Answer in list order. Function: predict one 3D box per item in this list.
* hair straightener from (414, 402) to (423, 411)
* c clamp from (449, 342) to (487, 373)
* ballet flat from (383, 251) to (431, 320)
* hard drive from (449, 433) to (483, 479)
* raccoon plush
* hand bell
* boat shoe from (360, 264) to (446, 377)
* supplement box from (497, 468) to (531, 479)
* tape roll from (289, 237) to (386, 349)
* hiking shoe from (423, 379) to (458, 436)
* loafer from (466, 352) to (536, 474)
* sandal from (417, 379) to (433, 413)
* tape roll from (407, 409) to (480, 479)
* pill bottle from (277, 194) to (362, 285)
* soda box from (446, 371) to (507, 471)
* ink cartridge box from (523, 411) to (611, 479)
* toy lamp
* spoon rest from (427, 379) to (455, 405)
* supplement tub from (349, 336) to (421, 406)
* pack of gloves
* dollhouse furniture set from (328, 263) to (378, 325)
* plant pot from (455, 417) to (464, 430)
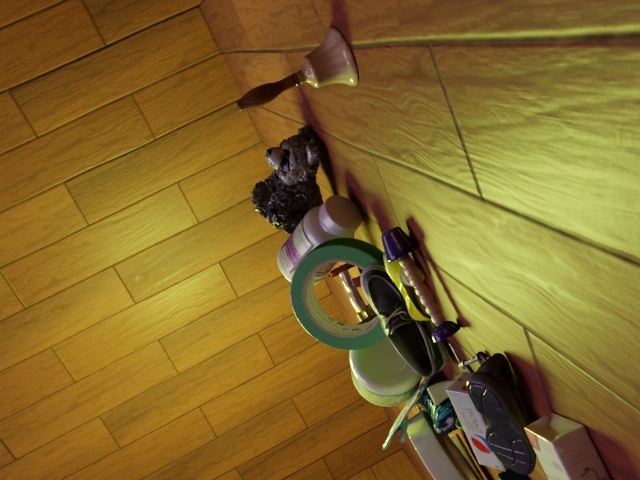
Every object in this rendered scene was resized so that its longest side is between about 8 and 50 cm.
[{"bbox_3d":[0.380,0.617,2.430,0.230,0.047,0.089,47,163,52],"label":"hair straightener"},{"bbox_3d":[0.347,0.284,1.395,0.137,0.022,0.161,61,163,8],"label":"c clamp"},{"bbox_3d":[0.229,0.108,1.534,0.077,0.077,0.231,15,139,52],"label":"ballet flat"},{"bbox_3d":[0.517,0.821,2.145,0.319,0.040,0.210,60,173,19],"label":"hard drive"},{"bbox_3d":[-0.021,-0.188,2.065,0.446,0.299,0.216,13,-147,-50],"label":"raccoon plush"},{"bbox_3d":[-0.058,-0.323,1.268,0.126,0.242,0.126,62,172,14],"label":"hand bell"},{"bbox_3d":[0.218,0.207,1.646,0.335,0.121,0.119,52,-161,6],"label":"boat shoe"},{"bbox_3d":[0.485,0.609,1.524,0.083,0.056,0.083,66,173,-20],"label":"supplement box"},{"bbox_3d":[0.073,0.154,1.800,0.321,0.321,0.077,64,-155,-8],"label":"tape roll"},{"bbox_3d":[0.346,0.473,1.800,0.132,0.113,0.304,61,173,8],"label":"hiking shoe"},{"bbox_3d":[0.386,0.355,1.273,0.109,0.095,0.303,7,135,45],"label":"loafer"},{"bbox_3d":[0.360,0.522,2.031,0.060,0.090,0.219,31,156,38],"label":"sandal"},{"bbox_3d":[0.397,0.686,1.868,0.392,0.072,0.392,51,-176,-5],"label":"tape roll"},{"bbox_3d":[0.000,0.000,1.925,0.301,0.169,0.169,-50,61,43],"label":"pill bottle"},{"bbox_3d":[0.358,0.397,1.380,0.073,0.069,0.216,-4,117,51],"label":"soda box"},{"bbox_3d":[0.437,0.404,1.066,0.198,0.067,0.115,65,173,1],"label":"ink cartridge box"},{"bbox_3d":[0.226,0.097,1.447,0.275,0.080,0.080,61,173,2],"label":"toy lamp"},{"bbox_3d":[0.372,0.391,1.539,0.137,0.084,0.276,64,160,-10],"label":"spoon rest"},{"bbox_3d":[0.212,0.397,1.997,0.235,0.235,0.325,60,173,22],"label":"supplement tub"},{"bbox_3d":[0.265,0.504,1.828,0.046,0.232,0.195,33,-156,12],"label":"pack of gloves"},{"bbox_3d":[0.135,0.185,2.116,0.201,0.152,0.374,62,173,10],"label":"dollhouse furniture set"},{"bbox_3d":[0.402,0.477,1.602,0.079,0.083,0.083,50,174,-5],"label":"plant pot"}]
